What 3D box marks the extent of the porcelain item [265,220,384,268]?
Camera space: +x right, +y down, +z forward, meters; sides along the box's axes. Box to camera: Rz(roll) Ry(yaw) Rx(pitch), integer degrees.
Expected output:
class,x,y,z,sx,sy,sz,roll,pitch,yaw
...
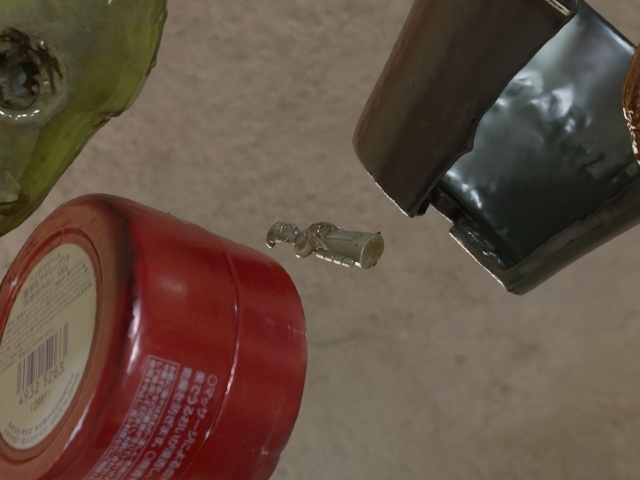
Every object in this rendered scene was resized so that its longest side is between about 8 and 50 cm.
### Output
class,x,y,z,sx,sy,sz,roll,pitch,yaw
porcelain item,0.000,0.000,2.262,0.213,0.084,0.054,11,124,33

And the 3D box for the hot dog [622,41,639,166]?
class,x,y,z,sx,sy,sz,roll,pitch,yaw
hot dog,0.255,-0.086,0.903,0.099,0.065,0.147,28,125,44

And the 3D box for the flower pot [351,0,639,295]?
class,x,y,z,sx,sy,sz,roll,pitch,yaw
flower pot,0.188,-0.117,1.256,0.379,0.379,0.251,42,105,12

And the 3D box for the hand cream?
class,x,y,z,sx,sy,sz,roll,pitch,yaw
hand cream,-0.132,0.088,0.933,0.230,0.149,0.230,-25,56,44

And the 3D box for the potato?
class,x,y,z,sx,sy,sz,roll,pitch,yaw
potato,-0.163,-0.140,0.671,0.191,0.141,0.296,22,100,22
